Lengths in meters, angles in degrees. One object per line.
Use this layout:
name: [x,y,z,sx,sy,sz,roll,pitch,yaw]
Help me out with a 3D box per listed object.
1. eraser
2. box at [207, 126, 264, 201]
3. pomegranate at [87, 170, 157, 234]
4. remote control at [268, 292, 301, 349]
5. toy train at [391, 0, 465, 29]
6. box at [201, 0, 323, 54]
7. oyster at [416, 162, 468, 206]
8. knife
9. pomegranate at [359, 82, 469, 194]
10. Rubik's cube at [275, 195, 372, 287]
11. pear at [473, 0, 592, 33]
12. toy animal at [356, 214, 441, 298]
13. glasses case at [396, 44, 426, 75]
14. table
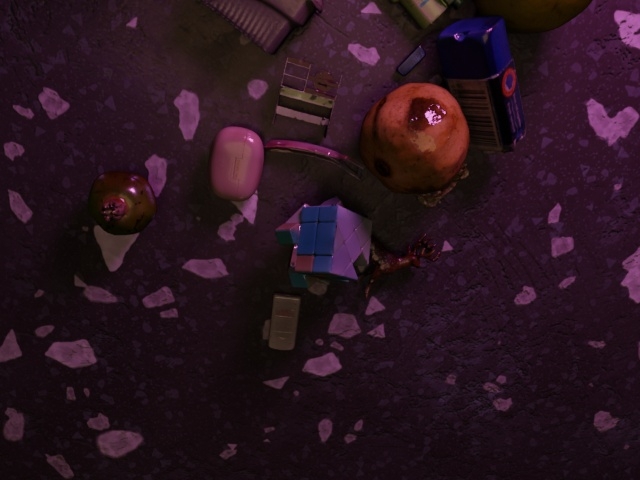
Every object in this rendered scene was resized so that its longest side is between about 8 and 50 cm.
eraser: [0.393,-0.368,1.208,0.101,0.155,0.332,-47,130,-22]
box: [-0.228,-0.204,1.329,0.146,0.088,0.200,10,111,-6]
pomegranate: [-0.527,-0.094,1.296,0.180,0.209,0.180,-1,106,-2]
remote control: [-0.112,0.253,1.530,0.088,0.029,0.190,6,110,-3]
toy train: [0.229,-0.635,1.187,0.157,0.105,0.253,-38,107,26]
box: [-0.145,-0.581,1.179,0.274,0.138,0.178,37,111,-11]
oyster: [0.330,-0.169,1.379,0.108,0.053,0.165,41,111,-4]
knife: [-0.014,-0.228,1.343,0.278,0.123,0.053,17,77,4]
pomegranate: [0.236,-0.248,1.230,0.281,0.281,0.281,-1,110,-1]
Rubik's cube: [0.000,0.000,1.339,0.213,0.224,0.265,0,77,38]
pear: [0.482,-0.627,1.064,0.287,0.287,0.375,3,145,-3]
toy animal: [0.189,0.046,1.434,0.243,0.087,0.260,40,107,-16]
glasses case: [0.235,-0.464,1.281,0.033,0.023,0.083,41,106,-20]
table: [-0.036,-0.371,1.286,0.146,0.062,0.175,14,110,-7]
